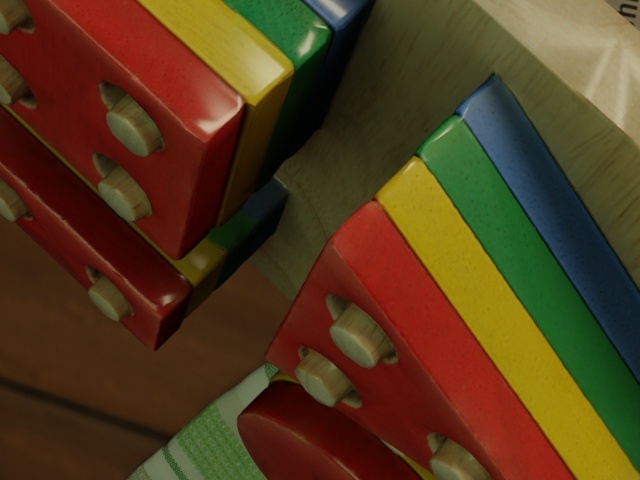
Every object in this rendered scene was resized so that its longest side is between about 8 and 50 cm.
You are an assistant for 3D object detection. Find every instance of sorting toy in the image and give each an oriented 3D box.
[{"bbox_3d":[0.000,0.000,0.488,0.255,0.089,0.257,43,160,6],"label":"sorting toy"}]

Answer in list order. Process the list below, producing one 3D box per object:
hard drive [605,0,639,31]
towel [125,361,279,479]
[{"bbox_3d":[0.170,-0.095,0.477,0.339,0.064,0.236,17,112,27],"label":"hard drive"},{"bbox_3d":[-0.024,0.123,0.682,0.152,0.023,0.113,-41,79,35],"label":"towel"}]
